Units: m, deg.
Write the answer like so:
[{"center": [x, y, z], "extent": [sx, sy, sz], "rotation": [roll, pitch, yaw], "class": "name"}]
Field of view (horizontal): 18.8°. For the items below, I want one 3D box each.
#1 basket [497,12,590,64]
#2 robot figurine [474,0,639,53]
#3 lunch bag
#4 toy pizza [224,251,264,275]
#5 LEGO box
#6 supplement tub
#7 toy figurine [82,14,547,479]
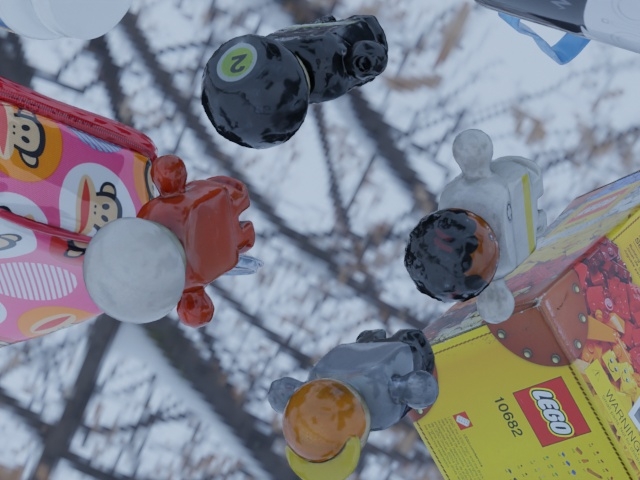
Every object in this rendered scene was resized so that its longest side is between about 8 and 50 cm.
[{"center": [0.291, -0.296, 1.815], "extent": [0.201, 0.289, 0.255], "rotation": [39, -173, 15], "class": "basket"}, {"center": [0.181, -0.221, 1.251], "extent": [0.278, 0.209, 0.173], "rotation": [19, -117, 18], "class": "robot figurine"}, {"center": [-0.274, -0.010, 1.248], "extent": [0.258, 0.293, 0.120], "rotation": [19, -120, -47], "class": "lunch bag"}, {"center": [-0.143, 0.000, 1.503], "extent": [0.201, 0.201, 0.032], "rotation": [8, -96, -22], "class": "toy pizza"}, {"center": [0.329, 0.218, 1.742], "extent": [0.372, 0.193, 0.500], "rotation": [-36, -81, -48], "class": "LEGO box"}, {"center": [-0.267, -0.255, 1.670], "extent": [0.199, 0.144, 0.144], "rotation": [19, -150, 32], "class": "supplement tub"}, {"center": [0.000, 0.000, 1.052], "extent": [0.209, 0.213, 0.148], "rotation": [43, -152, 7], "class": "toy figurine"}]
